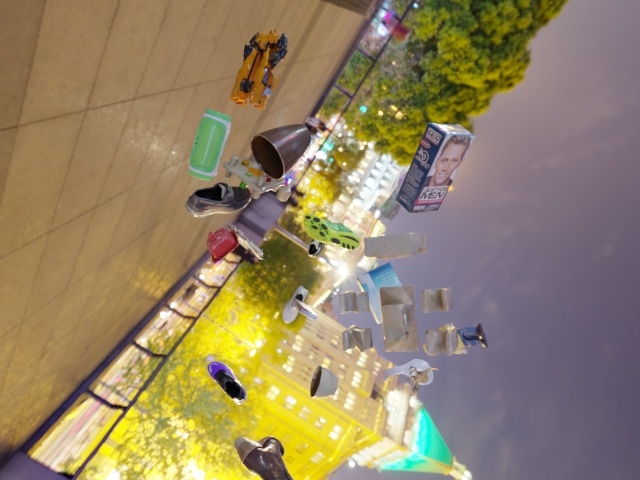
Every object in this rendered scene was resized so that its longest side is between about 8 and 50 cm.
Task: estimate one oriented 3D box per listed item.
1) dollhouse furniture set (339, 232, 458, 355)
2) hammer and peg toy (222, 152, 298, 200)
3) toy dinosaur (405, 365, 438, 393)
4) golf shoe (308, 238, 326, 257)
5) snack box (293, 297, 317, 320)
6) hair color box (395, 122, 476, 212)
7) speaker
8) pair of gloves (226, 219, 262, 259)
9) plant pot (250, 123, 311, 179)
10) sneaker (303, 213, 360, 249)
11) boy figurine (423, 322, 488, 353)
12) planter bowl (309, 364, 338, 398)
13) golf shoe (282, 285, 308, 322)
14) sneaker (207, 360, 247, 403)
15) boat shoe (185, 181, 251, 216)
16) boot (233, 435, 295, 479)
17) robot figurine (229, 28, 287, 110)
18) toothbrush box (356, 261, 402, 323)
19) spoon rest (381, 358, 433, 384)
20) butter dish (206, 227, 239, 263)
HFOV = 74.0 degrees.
[{"bbox_3d":[0.277,0.180,1.484,0.256,0.361,0.395,0,85,-65],"label":"dollhouse furniture set"},{"bbox_3d":[-0.290,-0.312,2.183,0.128,0.361,0.266,-60,168,28],"label":"hammer and peg toy"},{"bbox_3d":[0.422,0.571,1.808,0.183,0.092,0.053,-63,-179,32],"label":"toy dinosaur"},{"bbox_3d":[0.000,0.000,2.119,0.198,0.077,0.094,-64,168,8],"label":"golf shoe"},{"bbox_3d":[-0.056,0.247,1.524,0.022,0.064,0.178,-56,-169,-4],"label":"snack box"},{"bbox_3d":[0.448,-0.281,1.681,0.173,0.105,0.348,-8,132,-33],"label":"hair color box"},{"bbox_3d":[-0.493,-0.423,1.888,0.131,0.131,0.297,-79,-171,-78],"label":"speaker"},{"bbox_3d":[-0.394,-0.001,2.219,0.042,0.204,0.240,-46,-133,-12],"label":"pair of gloves"},{"bbox_3d":[-0.157,-0.423,1.898,0.230,0.215,0.215,-40,176,-29],"label":"plant pot"},{"bbox_3d":[0.051,-0.039,2.039,0.123,0.295,0.110,-66,-179,-76],"label":"sneaker"},{"bbox_3d":[0.605,0.453,1.946,0.284,0.177,0.092,-17,-158,22],"label":"boy figurine"},{"bbox_3d":[0.024,0.728,2.154,0.162,0.109,0.162,-160,-90,-79],"label":"planter bowl"},{"bbox_3d":[-0.116,0.277,1.793,0.176,0.069,0.086,-64,180,9],"label":"golf shoe"},{"bbox_3d":[-0.521,0.771,2.350,0.102,0.293,0.146,-45,161,-17],"label":"sneaker"},{"bbox_3d":[-0.479,-0.209,2.078,0.355,0.132,0.130,-22,160,-42],"label":"boat shoe"},{"bbox_3d":[-0.137,0.683,1.276,0.090,0.206,0.248,-56,141,-9],"label":"boot"},{"bbox_3d":[-0.221,-0.636,1.572,0.085,0.210,0.291,26,86,-57],"label":"robot figurine"},{"bbox_3d":[0.368,0.308,2.481,0.216,0.296,0.126,-24,170,-4],"label":"toothbrush box"},{"bbox_3d":[0.456,0.677,2.175,0.084,0.275,0.138,112,-27,-47],"label":"spoon rest"},{"bbox_3d":[-0.485,0.002,2.017,0.160,0.118,0.160,-40,-144,3],"label":"butter dish"}]
